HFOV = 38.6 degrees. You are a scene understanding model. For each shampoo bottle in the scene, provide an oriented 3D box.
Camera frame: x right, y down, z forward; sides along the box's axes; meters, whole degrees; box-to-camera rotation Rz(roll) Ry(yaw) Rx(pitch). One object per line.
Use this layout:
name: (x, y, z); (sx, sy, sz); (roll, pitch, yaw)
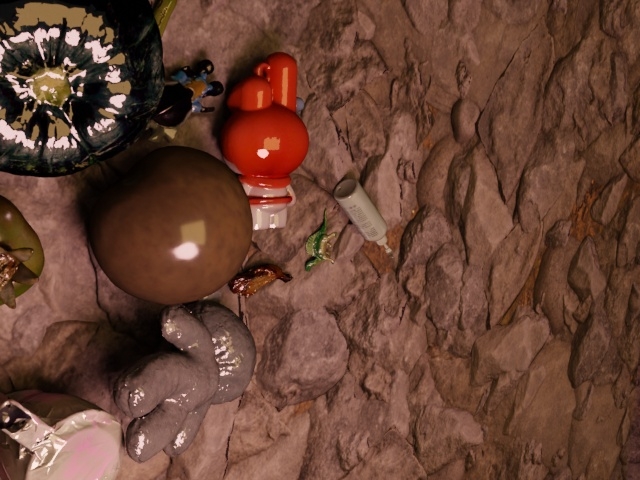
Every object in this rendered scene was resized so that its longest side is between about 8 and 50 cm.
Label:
shampoo bottle: (0.091, -0.038, 1.762); (0.056, 0.056, 0.195); (-54, 134, -19)

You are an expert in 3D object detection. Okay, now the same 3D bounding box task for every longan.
longan: (-0.221, -0.023, 1.348); (0.248, 0.248, 0.248); (-15, 112, -41)

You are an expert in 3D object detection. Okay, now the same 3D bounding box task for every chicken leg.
chicken leg: (-0.101, 0.068, 1.617); (0.145, 0.037, 0.062); (-18, 136, -40)

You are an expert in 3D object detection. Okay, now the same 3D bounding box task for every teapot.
teapot: (-0.407, 0.288, 1.282); (0.221, 0.178, 0.163); (19, 89, -52)

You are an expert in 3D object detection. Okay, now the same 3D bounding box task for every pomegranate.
pomegranate: (-0.424, 0.023, 1.176); (0.131, 0.191, 0.152); (-35, 124, -15)

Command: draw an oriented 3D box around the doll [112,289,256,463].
doll: (-0.229, 0.204, 1.427); (0.340, 0.158, 0.246); (-36, 125, -54)

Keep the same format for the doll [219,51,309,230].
doll: (-0.090, -0.163, 1.496); (0.161, 0.129, 0.291); (-4, 99, -41)

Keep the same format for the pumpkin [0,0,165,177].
pumpkin: (-0.352, -0.232, 1.148); (0.315, 0.238, 0.315); (-11, 117, -23)

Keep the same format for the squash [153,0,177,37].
squash: (-0.238, -0.336, 1.370); (0.027, 0.027, 0.083); (28, 80, -45)

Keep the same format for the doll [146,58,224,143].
doll: (-0.227, -0.209, 1.390); (0.195, 0.070, 0.096); (-42, 113, -37)

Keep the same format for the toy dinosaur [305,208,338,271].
toy dinosaur: (0.000, 0.001, 1.707); (0.060, 0.029, 0.120); (1, 99, -28)
